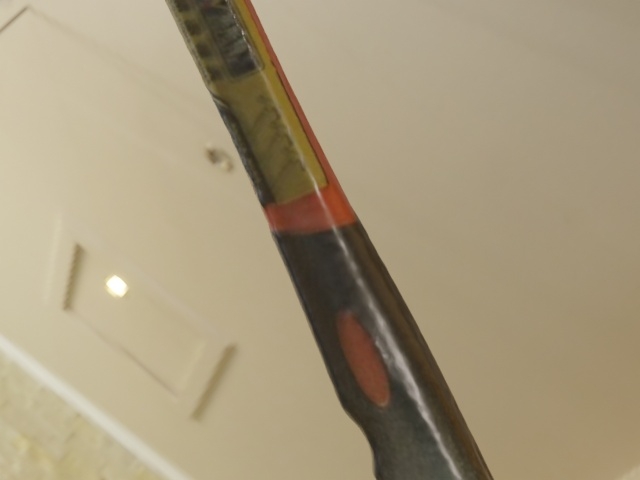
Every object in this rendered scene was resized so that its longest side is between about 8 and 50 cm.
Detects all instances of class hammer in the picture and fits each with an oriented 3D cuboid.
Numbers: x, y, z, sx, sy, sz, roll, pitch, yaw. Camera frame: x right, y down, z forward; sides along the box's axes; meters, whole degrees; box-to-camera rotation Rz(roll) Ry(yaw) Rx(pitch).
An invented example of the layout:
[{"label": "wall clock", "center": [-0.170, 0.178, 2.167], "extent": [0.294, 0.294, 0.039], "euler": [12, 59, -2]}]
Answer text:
[{"label": "hammer", "center": [0.000, 0.000, 0.371], "extent": [0.287, 0.111, 0.033], "euler": [65, 14, 4]}]
